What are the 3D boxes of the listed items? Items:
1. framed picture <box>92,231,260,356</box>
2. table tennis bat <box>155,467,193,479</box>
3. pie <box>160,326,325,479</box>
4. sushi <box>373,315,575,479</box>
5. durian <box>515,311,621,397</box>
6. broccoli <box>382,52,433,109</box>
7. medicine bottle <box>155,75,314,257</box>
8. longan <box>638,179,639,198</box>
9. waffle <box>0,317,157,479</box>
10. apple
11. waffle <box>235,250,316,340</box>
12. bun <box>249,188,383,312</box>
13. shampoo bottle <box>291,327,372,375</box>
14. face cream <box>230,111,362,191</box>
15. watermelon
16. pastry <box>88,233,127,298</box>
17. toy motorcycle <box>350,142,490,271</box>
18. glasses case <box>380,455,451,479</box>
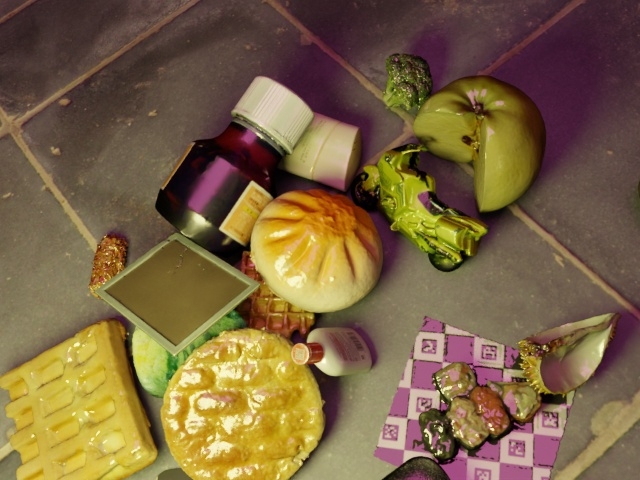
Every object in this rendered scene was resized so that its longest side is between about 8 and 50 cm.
[{"bbox_3d":[-0.299,0.102,1.432,0.293,0.018,0.231,28,55,36],"label":"framed picture"},{"bbox_3d":[-0.323,0.514,1.420,0.156,0.013,0.087,-5,64,7],"label":"table tennis bat"},{"bbox_3d":[-0.152,0.336,1.366,0.339,0.083,0.340,-1,95,-6],"label":"pie"},{"bbox_3d":[0.307,0.335,1.367,0.339,0.069,0.320,19,69,18],"label":"sushi"},{"bbox_3d":[0.474,0.206,1.353,0.252,0.139,0.144,-7,41,-22],"label":"durian"},{"bbox_3d":[0.215,-0.390,1.715,0.138,0.145,0.162,-46,42,29],"label":"broccoli"},{"bbox_3d":[-0.177,-0.172,1.577,0.242,0.242,0.395,37,89,24],"label":"medicine bottle"},{"bbox_3d":[0.770,-0.104,1.454,0.189,0.189,0.189,-4,63,8],"label":"longan"},{"bbox_3d":[-0.518,0.364,1.464,0.304,0.077,0.348,-30,61,6],"label":"waffle"},{"bbox_3d":[0.370,-0.233,1.534,0.233,0.258,0.295,-33,62,-10],"label":"apple"},{"bbox_3d":[-0.076,0.129,1.543,0.219,0.057,0.229,-1,62,9],"label":"waffle"},{"bbox_3d":[0.000,0.000,1.479,0.298,0.165,0.299,10,48,-12],"label":"bun"},{"bbox_3d":[0.022,0.224,1.393,0.051,0.221,0.108,-40,65,24],"label":"shampoo bottle"},{"bbox_3d":[-0.055,-0.248,1.715,0.348,0.081,0.174,21,73,19],"label":"face cream"},{"bbox_3d":[-0.262,0.204,1.487,0.261,0.213,0.201,-11,41,1],"label":"watermelon"},{"bbox_3d":[-0.511,0.055,1.655,0.087,0.063,0.169,-5,64,10],"label":"pastry"},{"bbox_3d":[0.225,-0.090,1.552,0.342,0.206,0.142,42,35,26],"label":"toy motorcycle"},{"bbox_3d":[0.108,0.532,1.292,0.321,0.082,0.122,-36,69,-4],"label":"glasses case"}]
